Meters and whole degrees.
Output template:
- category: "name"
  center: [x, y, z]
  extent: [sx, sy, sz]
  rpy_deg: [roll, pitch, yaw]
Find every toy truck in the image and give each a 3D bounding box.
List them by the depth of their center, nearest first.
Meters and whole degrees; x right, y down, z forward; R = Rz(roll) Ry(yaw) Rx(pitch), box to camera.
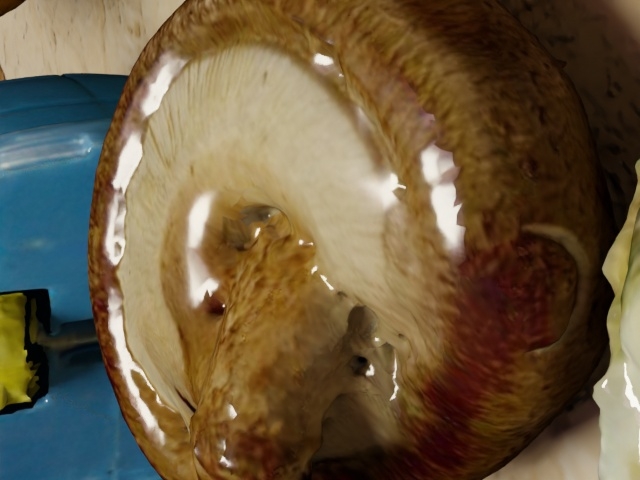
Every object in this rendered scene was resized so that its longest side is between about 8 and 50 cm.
- category: "toy truck"
  center: [-0.128, 0.096, 0.672]
  extent: [0.162, 0.161, 0.385]
  rpy_deg: [-130, 40, -49]

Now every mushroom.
- category: "mushroom"
  center: [0.012, 0.001, 0.462]
  extent: [0.231, 0.138, 0.194]
  rpy_deg: [-33, 59, 44]

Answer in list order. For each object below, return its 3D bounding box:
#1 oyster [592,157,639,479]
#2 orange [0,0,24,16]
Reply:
- category: "oyster"
  center: [0.152, 0.096, 0.274]
  extent: [0.238, 0.115, 0.351]
  rpy_deg: [87, 165, -58]
- category: "orange"
  center: [-0.231, -0.217, 0.629]
  extent: [0.264, 0.264, 0.264]
  rpy_deg: [24, 120, 51]
